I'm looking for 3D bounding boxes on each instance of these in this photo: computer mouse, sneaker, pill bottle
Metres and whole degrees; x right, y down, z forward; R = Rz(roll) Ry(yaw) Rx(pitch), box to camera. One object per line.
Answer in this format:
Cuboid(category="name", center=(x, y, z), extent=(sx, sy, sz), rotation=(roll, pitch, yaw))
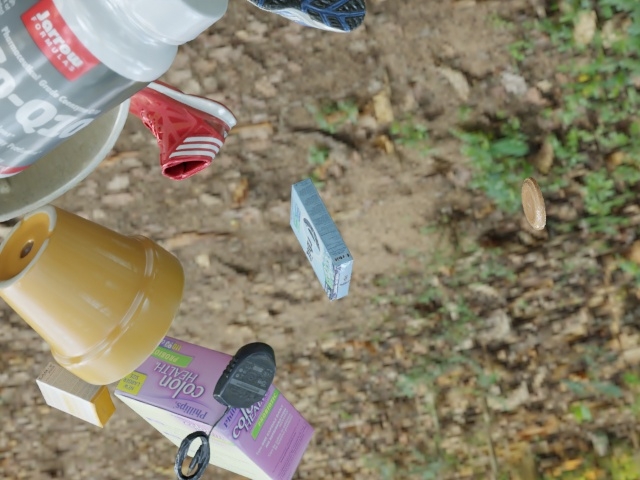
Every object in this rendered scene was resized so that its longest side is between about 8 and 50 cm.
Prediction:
Cuboid(category="computer mouse", center=(-0.142, 0.245, 1.565), extent=(0.071, 0.041, 0.242), rotation=(29, 100, -32))
Cuboid(category="sneaker", center=(-0.048, -0.323, 1.409), extent=(0.211, 0.080, 0.081), rotation=(25, 176, -17))
Cuboid(category="sneaker", center=(-0.250, -0.172, 1.683), extent=(0.221, 0.128, 0.087), rotation=(15, 160, 29))
Cuboid(category="pill bottle", center=(-0.236, -0.189, 0.997), extent=(0.283, 0.161, 0.161), rotation=(-29, 154, 25))

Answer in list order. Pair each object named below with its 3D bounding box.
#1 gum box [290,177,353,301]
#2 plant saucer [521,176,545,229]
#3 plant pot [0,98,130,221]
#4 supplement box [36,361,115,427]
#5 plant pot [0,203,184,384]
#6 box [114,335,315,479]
Cuboid(category="gum box", center=(0.000, 0.000, 2.021), extent=(0.041, 0.184, 0.157), rotation=(-21, 156, -13))
Cuboid(category="plant saucer", center=(0.330, -0.057, 1.685), extent=(0.013, 0.083, 0.083), rotation=(-12, 161, -6))
Cuboid(category="plant pot", center=(-0.439, -0.237, 1.289), extent=(0.334, 0.305, 0.334), rotation=(-24, 151, -14))
Cuboid(category="supplement box", center=(-0.339, 0.214, 1.506), extent=(0.098, 0.036, 0.062), rotation=(18, 143, 20))
Cuboid(category="plant pot", center=(-0.315, 0.055, 1.410), extent=(0.205, 0.205, 0.188), rotation=(-23, 132, 32))
Cuboid(category="box", center=(-0.164, 0.272, 1.726), extent=(0.213, 0.117, 0.243), rotation=(11, 153, 35))
